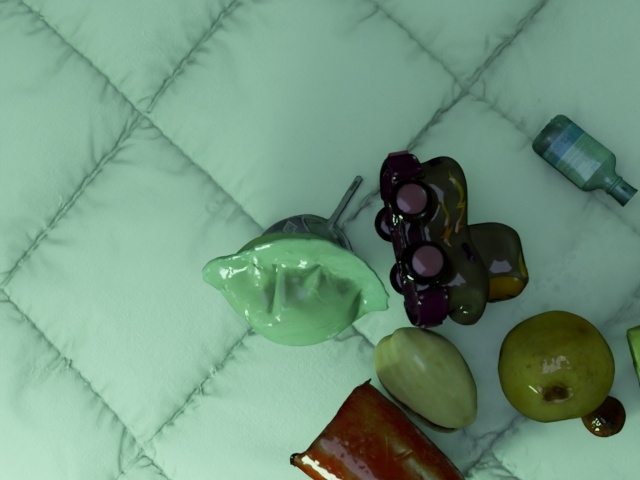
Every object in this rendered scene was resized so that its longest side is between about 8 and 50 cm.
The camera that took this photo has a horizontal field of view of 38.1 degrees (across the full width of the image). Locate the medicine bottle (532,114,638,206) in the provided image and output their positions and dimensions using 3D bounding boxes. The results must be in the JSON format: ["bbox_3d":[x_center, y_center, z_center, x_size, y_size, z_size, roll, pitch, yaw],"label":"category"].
[{"bbox_3d":[0.504,-0.146,1.755,0.208,0.053,0.090,42,96,12],"label":"medicine bottle"}]

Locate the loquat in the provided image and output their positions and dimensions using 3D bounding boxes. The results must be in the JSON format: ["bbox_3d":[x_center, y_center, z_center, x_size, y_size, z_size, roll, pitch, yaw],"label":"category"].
[{"bbox_3d":[0.424,0.229,1.686,0.208,0.208,0.208,-1,86,15],"label":"loquat"}]

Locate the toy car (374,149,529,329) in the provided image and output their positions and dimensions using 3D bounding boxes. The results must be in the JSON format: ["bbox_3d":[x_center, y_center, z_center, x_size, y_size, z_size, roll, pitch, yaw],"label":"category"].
[{"bbox_3d":[0.241,-0.009,1.730,0.240,0.271,0.341,-12,83,-4],"label":"toy car"}]

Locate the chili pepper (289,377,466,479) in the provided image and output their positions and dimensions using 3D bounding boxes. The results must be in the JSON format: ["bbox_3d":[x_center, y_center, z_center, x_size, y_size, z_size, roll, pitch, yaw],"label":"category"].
[{"bbox_3d":[0.119,0.437,1.723,0.229,0.251,0.305,-42,81,-12],"label":"chili pepper"}]

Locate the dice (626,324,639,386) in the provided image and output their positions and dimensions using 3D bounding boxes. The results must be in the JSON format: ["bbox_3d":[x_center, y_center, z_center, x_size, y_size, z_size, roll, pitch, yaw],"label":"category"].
[{"bbox_3d":[0.643,0.219,1.635,0.166,0.169,0.169,-15,83,14],"label":"dice"}]

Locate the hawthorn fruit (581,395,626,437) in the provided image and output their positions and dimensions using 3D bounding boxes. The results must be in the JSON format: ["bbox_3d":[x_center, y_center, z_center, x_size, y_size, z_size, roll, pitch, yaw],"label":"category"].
[{"bbox_3d":[0.521,0.323,1.700,0.081,0.093,0.081,-1,85,14],"label":"hawthorn fruit"}]

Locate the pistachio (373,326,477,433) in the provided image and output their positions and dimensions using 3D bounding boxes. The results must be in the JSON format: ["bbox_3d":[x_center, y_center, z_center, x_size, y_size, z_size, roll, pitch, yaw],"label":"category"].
[{"bbox_3d":[0.205,0.263,1.758,0.157,0.157,0.229,-41,83,9],"label":"pistachio"}]

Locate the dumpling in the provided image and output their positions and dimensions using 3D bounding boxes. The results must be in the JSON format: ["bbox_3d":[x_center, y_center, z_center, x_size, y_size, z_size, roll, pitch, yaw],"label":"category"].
[{"bbox_3d":[-0.059,0.071,1.817,0.320,0.212,0.270,-25,118,0],"label":"dumpling"}]

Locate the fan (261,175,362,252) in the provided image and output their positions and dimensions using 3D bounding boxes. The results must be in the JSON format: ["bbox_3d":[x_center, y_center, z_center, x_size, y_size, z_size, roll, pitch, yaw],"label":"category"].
[{"bbox_3d":[-0.032,0.008,1.913,0.223,0.012,0.294,4,88,16],"label":"fan"}]
